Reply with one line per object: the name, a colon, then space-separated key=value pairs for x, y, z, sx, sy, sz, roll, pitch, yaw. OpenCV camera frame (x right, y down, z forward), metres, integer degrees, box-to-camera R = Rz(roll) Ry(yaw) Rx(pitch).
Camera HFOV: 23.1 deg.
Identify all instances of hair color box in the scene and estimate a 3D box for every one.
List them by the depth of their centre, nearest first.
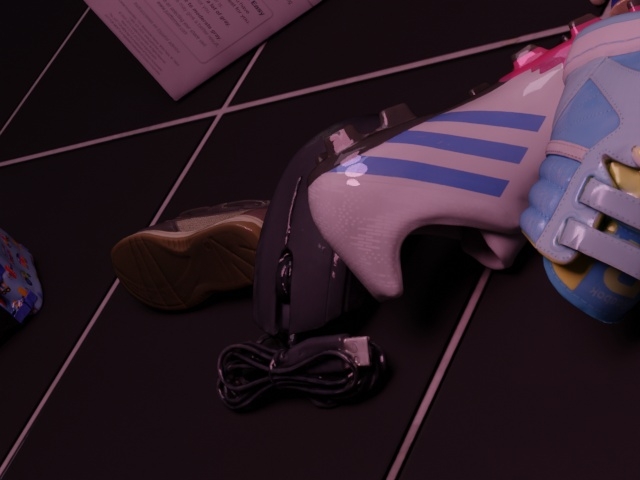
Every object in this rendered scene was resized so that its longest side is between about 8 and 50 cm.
hair color box: x=-0.077 y=-0.325 z=1.716 sx=0.347 sy=0.174 sz=0.105 roll=-32 pitch=30 yaw=18

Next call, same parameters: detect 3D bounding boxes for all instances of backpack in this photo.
backpack: x=-0.392 y=0.024 z=1.640 sx=0.117 sy=0.173 sz=0.158 roll=-40 pitch=29 yaw=6

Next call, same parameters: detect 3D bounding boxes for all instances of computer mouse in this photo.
computer mouse: x=0.000 y=0.000 z=1.259 sx=0.188 sy=0.072 sz=0.272 roll=-11 pitch=51 yaw=47

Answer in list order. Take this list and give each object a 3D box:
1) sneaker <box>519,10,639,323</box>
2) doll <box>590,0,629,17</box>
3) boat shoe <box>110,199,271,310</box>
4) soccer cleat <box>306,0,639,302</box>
sneaker: x=0.241 y=-0.048 z=0.972 sx=0.319 sy=0.127 sz=0.208 roll=-14 pitch=52 yaw=68
doll: x=0.273 y=-0.237 z=1.304 sx=0.129 sy=0.046 sz=0.189 roll=-39 pitch=22 yaw=26
boat shoe: x=-0.102 y=0.009 z=1.417 sx=0.224 sy=0.080 sz=0.073 roll=-13 pitch=18 yaw=48
soccer cleat: x=0.152 y=-0.064 z=1.182 sx=0.331 sy=0.143 sz=0.116 roll=-26 pitch=-6 yaw=-8
